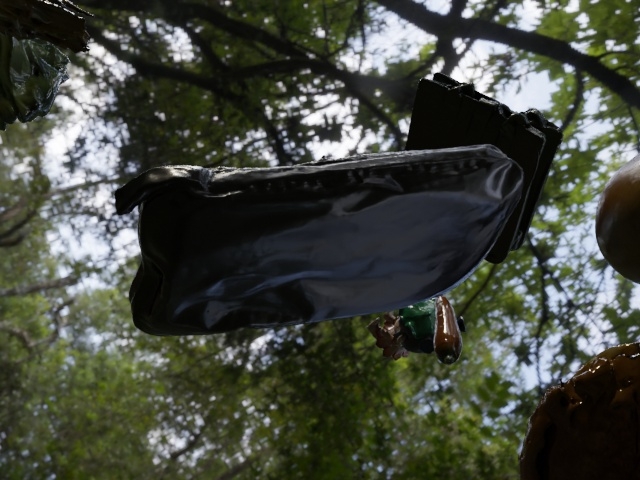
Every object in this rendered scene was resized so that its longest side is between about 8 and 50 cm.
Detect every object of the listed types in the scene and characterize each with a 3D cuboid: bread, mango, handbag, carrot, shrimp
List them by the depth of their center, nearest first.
[{"bbox_3d":[-0.311,-0.186,0.647,0.068,0.249,0.150,105,-11,-65],"label":"shrimp"},{"bbox_3d":[-0.003,0.000,0.662,0.191,0.332,0.075,111,-34,-49],"label":"handbag"},{"bbox_3d":[0.454,-0.049,0.973,0.173,0.211,0.317,49,-18,9],"label":"mango"},{"bbox_3d":[0.154,0.105,0.986,0.035,0.142,0.035,2,-57,3],"label":"carrot"},{"bbox_3d":[0.441,0.315,1.021,0.337,0.204,0.358,-43,-117,20],"label":"bread"},{"bbox_3d":[0.246,-0.121,1.315,0.247,0.079,0.260,35,-48,31],"label":"handbag"}]

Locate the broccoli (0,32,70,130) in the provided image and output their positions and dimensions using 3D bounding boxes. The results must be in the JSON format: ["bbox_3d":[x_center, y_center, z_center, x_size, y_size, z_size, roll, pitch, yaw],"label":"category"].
[{"bbox_3d":[-0.355,-0.268,0.794,0.288,0.248,0.245,37,-17,-17],"label":"broccoli"}]

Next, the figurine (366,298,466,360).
[{"bbox_3d":[0.172,0.160,1.463,0.102,0.111,0.195,56,-26,4],"label":"figurine"}]
